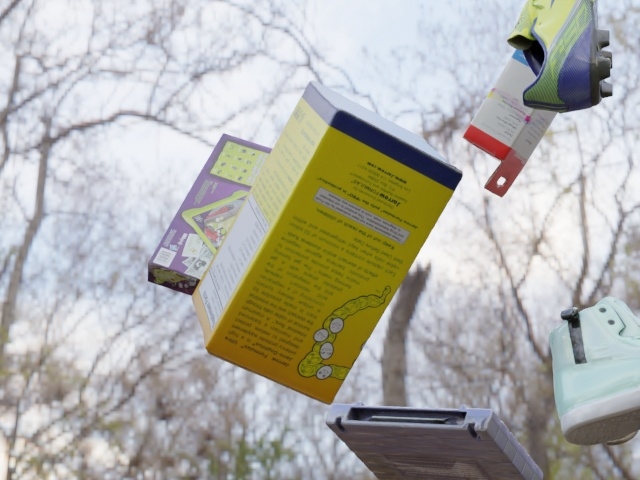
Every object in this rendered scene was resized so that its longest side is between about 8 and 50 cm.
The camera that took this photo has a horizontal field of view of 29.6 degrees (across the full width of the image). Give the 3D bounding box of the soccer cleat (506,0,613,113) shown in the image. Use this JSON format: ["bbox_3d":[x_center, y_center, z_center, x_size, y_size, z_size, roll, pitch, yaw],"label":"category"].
[{"bbox_3d":[0.281,-0.279,1.453,0.121,0.289,0.093,-6,-31,14],"label":"soccer cleat"}]

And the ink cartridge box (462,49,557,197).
[{"bbox_3d":[0.295,-0.186,1.832,0.231,0.078,0.134,-58,-21,7],"label":"ink cartridge box"}]

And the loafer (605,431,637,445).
[{"bbox_3d":[0.487,0.274,1.946,0.056,0.148,0.050,-21,-75,41],"label":"loafer"}]

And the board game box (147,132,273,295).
[{"bbox_3d":[-0.118,-0.030,1.942,0.208,0.347,0.056,15,-47,8],"label":"board game box"}]

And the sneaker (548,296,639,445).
[{"bbox_3d":[0.359,0.106,1.260,0.255,0.151,0.094,-18,-37,14],"label":"sneaker"}]

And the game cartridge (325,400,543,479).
[{"bbox_3d":[0.209,0.381,2.235,0.355,0.068,0.230,-4,-37,38],"label":"game cartridge"}]

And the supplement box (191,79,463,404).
[{"bbox_3d":[0.000,0.000,1.613,0.195,0.194,0.357,26,-78,-19],"label":"supplement box"}]
